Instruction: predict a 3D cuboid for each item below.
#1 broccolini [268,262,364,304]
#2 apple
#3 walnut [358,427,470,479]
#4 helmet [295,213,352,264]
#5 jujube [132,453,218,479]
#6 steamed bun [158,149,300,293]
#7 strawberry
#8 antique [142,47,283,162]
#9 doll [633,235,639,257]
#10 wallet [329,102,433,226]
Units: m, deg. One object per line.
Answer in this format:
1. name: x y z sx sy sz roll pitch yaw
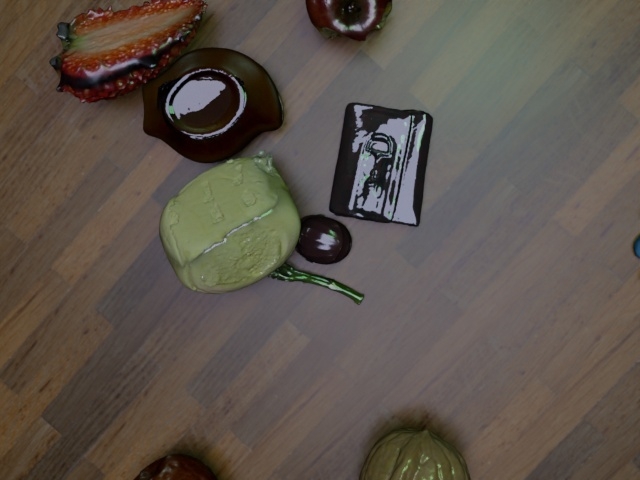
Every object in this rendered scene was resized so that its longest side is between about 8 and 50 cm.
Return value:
1. broccolini: -0.028 0.079 1.798 0.239 0.051 0.054 19 89 -3
2. apple: 0.052 -0.448 1.700 0.156 0.158 0.147 -22 105 5
3. walnut: 0.177 0.485 1.718 0.225 0.225 0.261 14 95 4
4. helmet: 0.000 0.000 1.772 0.123 0.070 0.098 14 95 3
5. jujube: -0.263 0.547 1.777 0.190 0.190 0.255 -37 96 6
6. steamed bun: -0.165 -0.027 1.726 0.273 0.232 0.166 -34 134 -2
7. strawberry: -0.352 -0.355 1.735 0.306 0.137 0.233 -10 48 4
8. antique: -0.212 -0.261 1.748 0.278 0.129 0.223 4 94 7
9. doll: 0.769 -0.013 1.703 0.341 0.099 0.346 -9 88 18
10. wallet: 0.120 -0.150 1.766 0.182 0.049 0.229 9 92 8
